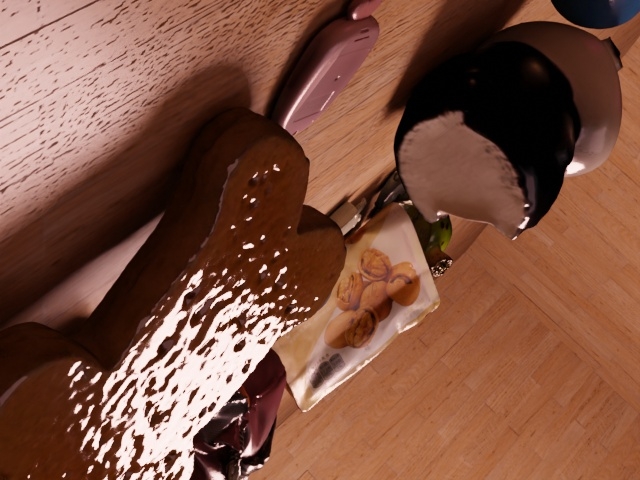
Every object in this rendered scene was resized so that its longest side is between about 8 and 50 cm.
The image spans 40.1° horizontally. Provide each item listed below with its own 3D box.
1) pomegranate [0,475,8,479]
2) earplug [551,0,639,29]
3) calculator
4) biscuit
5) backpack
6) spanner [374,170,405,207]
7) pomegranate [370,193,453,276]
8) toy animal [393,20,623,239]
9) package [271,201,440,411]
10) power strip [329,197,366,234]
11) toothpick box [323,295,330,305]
[{"bbox_3d":[-0.298,0.315,0.530,0.410,0.410,0.410,-44,169,-11],"label":"pomegranate"},{"bbox_3d":[0.357,-0.375,1.046,0.132,0.132,0.273,-45,165,-6],"label":"earplug"},{"bbox_3d":[0.008,-0.156,0.794,0.103,0.024,0.166,-31,163,-51],"label":"calculator"},{"bbox_3d":[-0.139,0.082,0.783,0.394,0.076,0.368,-52,154,-13],"label":"biscuit"},{"bbox_3d":[-0.164,0.265,1.217,0.283,0.197,0.317,-55,169,26],"label":"backpack"},{"bbox_3d":[0.202,-0.163,1.483,0.325,0.026,0.093,-44,168,-17],"label":"spanner"},{"bbox_3d":[0.177,-0.016,1.541,0.122,0.169,0.143,-26,147,-49],"label":"pomegranate"},{"bbox_3d":[0.264,-0.168,1.163,0.310,0.251,0.251,-48,172,-33],"label":"toy animal"},{"bbox_3d":[0.011,0.089,1.439,0.311,0.165,0.221,-38,125,-18],"label":"package"},{"bbox_3d":[0.000,0.000,1.301,0.191,0.030,0.047,-43,167,-15],"label":"power strip"},{"bbox_3d":[-0.045,0.050,1.136,0.101,0.101,0.153,-47,169,4],"label":"toothpick box"}]
